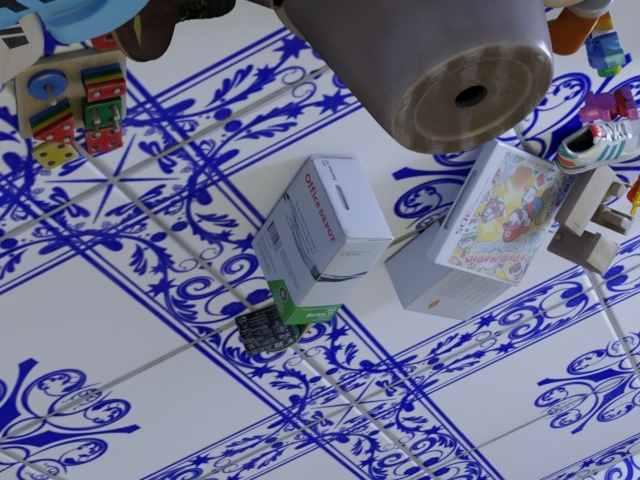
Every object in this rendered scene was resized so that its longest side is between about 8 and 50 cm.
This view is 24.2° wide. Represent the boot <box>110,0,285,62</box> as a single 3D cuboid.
[{"bbox_3d":[-0.123,-0.264,1.499,0.090,0.207,0.248,-25,134,-42],"label":"boot"}]

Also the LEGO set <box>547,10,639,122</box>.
[{"bbox_3d":[0.333,-0.246,1.918,0.093,0.227,0.087,-14,131,8],"label":"LEGO set"}]

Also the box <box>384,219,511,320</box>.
[{"bbox_3d":[0.214,0.050,2.412,0.170,0.091,0.130,14,135,-46],"label":"box"}]

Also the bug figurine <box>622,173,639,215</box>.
[{"bbox_3d":[0.630,-0.117,2.435,0.279,0.072,0.216,4,136,-30],"label":"bug figurine"}]

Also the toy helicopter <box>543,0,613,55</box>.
[{"bbox_3d":[0.389,-0.359,1.831,0.355,0.140,0.235,-19,146,-32],"label":"toy helicopter"}]

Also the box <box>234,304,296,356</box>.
[{"bbox_3d":[-0.087,0.142,2.386,0.083,0.067,0.018,-18,151,-8],"label":"box"}]

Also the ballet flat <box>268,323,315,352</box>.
[{"bbox_3d":[-0.028,0.130,2.422,0.168,0.057,0.052,-39,156,28],"label":"ballet flat"}]

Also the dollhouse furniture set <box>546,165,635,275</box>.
[{"bbox_3d":[0.405,-0.053,2.387,0.151,0.123,0.144,32,87,-43],"label":"dollhouse furniture set"}]

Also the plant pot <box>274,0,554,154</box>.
[{"bbox_3d":[0.116,-0.258,1.657,0.323,0.280,0.323,-16,151,-9],"label":"plant pot"}]

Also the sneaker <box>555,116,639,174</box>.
[{"bbox_3d":[0.433,-0.152,2.260,0.161,0.057,0.075,-19,156,0],"label":"sneaker"}]

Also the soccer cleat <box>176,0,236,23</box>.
[{"bbox_3d":[-0.169,-0.262,1.666,0.179,0.072,0.060,2,143,-36],"label":"soccer cleat"}]

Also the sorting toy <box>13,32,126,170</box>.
[{"bbox_3d":[-0.292,-0.159,1.780,0.132,0.046,0.274,-13,149,-16],"label":"sorting toy"}]

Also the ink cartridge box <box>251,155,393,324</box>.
[{"bbox_3d":[0.000,0.000,2.127,0.087,0.153,0.208,-1,145,-33],"label":"ink cartridge box"}]

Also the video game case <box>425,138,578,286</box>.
[{"bbox_3d":[0.281,-0.039,2.286,0.227,0.026,0.206,15,106,-47],"label":"video game case"}]

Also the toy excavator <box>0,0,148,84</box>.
[{"bbox_3d":[-0.304,-0.257,1.469,0.433,0.222,0.445,-18,158,2],"label":"toy excavator"}]
